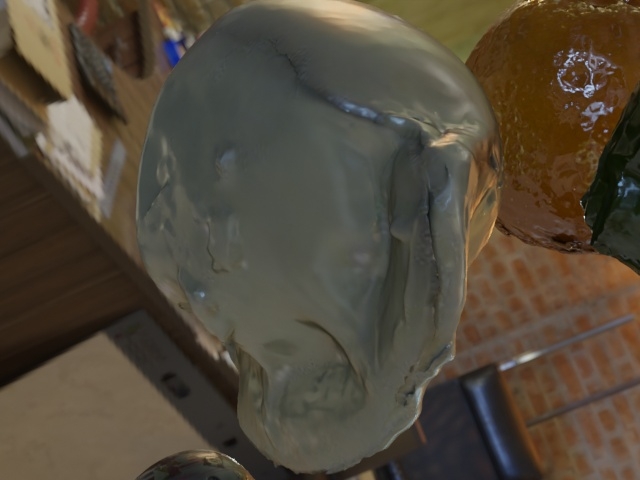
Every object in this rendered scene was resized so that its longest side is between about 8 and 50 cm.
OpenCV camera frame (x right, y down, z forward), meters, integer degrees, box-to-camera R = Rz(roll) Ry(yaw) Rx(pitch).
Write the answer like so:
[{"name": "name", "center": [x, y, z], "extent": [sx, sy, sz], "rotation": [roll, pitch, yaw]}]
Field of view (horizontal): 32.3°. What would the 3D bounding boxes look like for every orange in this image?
[{"name": "orange", "center": [0.319, -0.149, 1.270], "extent": [0.340, 0.341, 0.293], "rotation": [-91, 176, -65]}]

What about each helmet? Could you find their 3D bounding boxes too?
[{"name": "helmet", "center": [-0.137, 0.269, 1.114], "extent": [0.153, 0.177, 0.107], "rotation": [18, 53, -52]}]

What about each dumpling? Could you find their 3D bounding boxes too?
[{"name": "dumpling", "center": [0.000, 0.000, 0.742], "extent": [0.395, 0.233, 0.315], "rotation": [37, -58, 59]}]

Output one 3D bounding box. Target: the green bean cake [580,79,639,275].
[{"name": "green bean cake", "center": [0.261, -0.090, 0.560], "extent": [0.156, 0.247, 0.250], "rotation": [36, 30, 17]}]
